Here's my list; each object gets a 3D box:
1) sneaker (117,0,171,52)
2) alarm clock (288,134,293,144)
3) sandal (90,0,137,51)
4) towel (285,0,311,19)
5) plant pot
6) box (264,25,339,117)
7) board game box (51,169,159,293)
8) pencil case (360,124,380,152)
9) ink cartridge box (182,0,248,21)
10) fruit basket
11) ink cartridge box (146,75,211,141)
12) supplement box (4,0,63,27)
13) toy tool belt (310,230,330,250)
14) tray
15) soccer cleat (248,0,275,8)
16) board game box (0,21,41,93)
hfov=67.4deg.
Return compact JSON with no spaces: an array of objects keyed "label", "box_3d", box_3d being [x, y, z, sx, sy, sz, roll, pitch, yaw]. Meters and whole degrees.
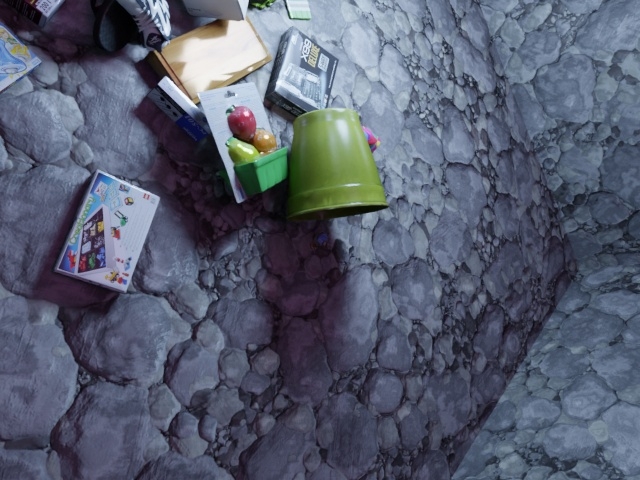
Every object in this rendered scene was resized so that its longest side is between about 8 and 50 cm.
[{"label":"sneaker","box_3d":[-0.498,-0.628,1.385,0.094,0.235,0.152,-12,100,4]},{"label":"alarm clock","box_3d":[-0.041,-0.388,1.861,0.192,0.064,0.129,-6,95,-34]},{"label":"sandal","box_3d":[-0.595,-0.753,1.435,0.107,0.167,0.444,13,71,1]},{"label":"towel","box_3d":[-0.101,-0.970,1.939,0.113,0.023,0.151,-19,97,-37]},{"label":"plant pot","box_3d":[0.040,-0.268,1.709,0.367,0.367,0.352,-5,87,-40]},{"label":"box","box_3d":[-0.068,-0.636,1.873,0.243,0.077,0.307,25,68,-33]},{"label":"board game box","box_3d":[-0.599,-0.023,1.358,0.193,0.053,0.304,27,67,-34]},{"label":"pencil case","box_3d":[0.143,-0.448,2.005,0.237,0.105,0.104,29,66,-35]},{"label":"ink cartridge box","box_3d":[-0.333,-0.890,1.591,0.199,0.115,0.272,8,80,3]},{"label":"fruit basket","box_3d":[-0.253,-0.332,1.591,0.327,0.166,0.352,-44,114,-56]},{"label":"ink cartridge box","box_3d":[-0.440,-0.411,1.520,0.207,0.097,0.046,44,58,-26]},{"label":"supplement box","box_3d":[-0.817,-0.707,1.277,0.240,0.073,0.130,34,63,-29]},{"label":"toy tool belt","box_3d":[0.000,0.000,1.843,0.083,0.051,0.052,-45,111,-34]},{"label":"tray","box_3d":[-0.362,-0.622,1.634,0.411,0.076,0.202,-46,112,-35]},{"label":"soccer cleat","box_3d":[-0.262,-0.918,1.749,0.289,0.094,0.121,-24,96,-39]},{"label":"board game box","box_3d":[-0.851,-0.454,1.232,0.136,0.035,0.201,47,57,-24]}]
